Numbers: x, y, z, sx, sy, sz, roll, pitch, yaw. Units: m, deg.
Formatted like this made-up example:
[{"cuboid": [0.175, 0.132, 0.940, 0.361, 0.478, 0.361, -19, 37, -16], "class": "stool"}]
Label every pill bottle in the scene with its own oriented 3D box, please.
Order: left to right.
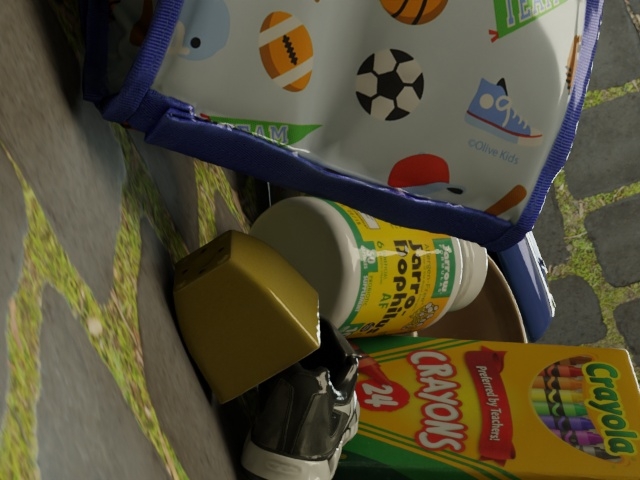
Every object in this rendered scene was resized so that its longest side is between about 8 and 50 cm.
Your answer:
[{"cuboid": [0.043, 0.021, 1.544, 0.208, 0.117, 0.118, -1, 69, -50], "class": "pill bottle"}]

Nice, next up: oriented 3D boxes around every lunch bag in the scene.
[{"cuboid": [0.020, -0.208, 1.302, 0.239, 0.327, 0.386, -29, -131, 57], "class": "lunch bag"}]

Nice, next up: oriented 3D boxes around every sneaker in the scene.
[{"cuboid": [-0.005, 0.100, 1.351, 0.234, 0.078, 0.106, -63, 167, -77], "class": "sneaker"}]

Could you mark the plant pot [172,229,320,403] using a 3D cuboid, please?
[{"cuboid": [-0.056, 0.043, 1.265, 0.083, 0.081, 0.081, 54, 14, -23], "class": "plant pot"}]

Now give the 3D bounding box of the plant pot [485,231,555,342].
[{"cuboid": [0.148, 0.025, 2.202, 0.236, 0.212, 0.236, -79, 148, -74], "class": "plant pot"}]

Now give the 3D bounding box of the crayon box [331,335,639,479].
[{"cuboid": [0.154, 0.164, 1.515, 0.202, 0.318, 0.081, -95, -170, -62], "class": "crayon box"}]

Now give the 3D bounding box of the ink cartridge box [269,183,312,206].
[{"cuboid": [0.000, 0.000, 1.746, 0.189, 0.097, 0.255, -98, -160, -56], "class": "ink cartridge box"}]

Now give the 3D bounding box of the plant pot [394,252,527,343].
[{"cuboid": [0.122, 0.119, 2.020, 0.237, 0.109, 0.237, 25, 58, -49], "class": "plant pot"}]
